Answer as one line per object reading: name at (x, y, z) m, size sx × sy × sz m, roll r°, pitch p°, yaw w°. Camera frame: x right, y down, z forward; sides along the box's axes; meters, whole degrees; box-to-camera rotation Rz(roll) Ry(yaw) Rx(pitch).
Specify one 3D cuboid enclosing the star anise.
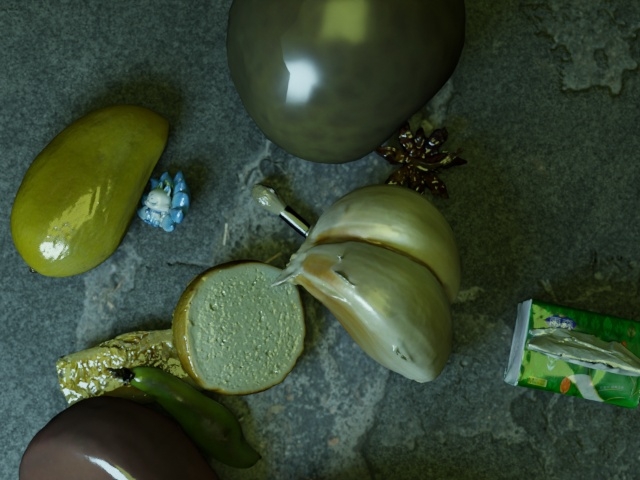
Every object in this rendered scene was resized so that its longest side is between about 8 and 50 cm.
star anise at (0.166, -0.134, 1.593) m, size 0.168 × 0.057 × 0.167 m, roll -1°, pitch 87°, yaw 9°

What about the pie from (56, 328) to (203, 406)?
pie at (-0.295, 0.214, 1.557) m, size 0.283 × 0.068 × 0.128 m, roll -12°, pitch 92°, yaw -6°

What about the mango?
mango at (-0.397, -0.091, 1.548) m, size 0.195 × 0.142 × 0.331 m, roll 23°, pitch 78°, yaw 3°

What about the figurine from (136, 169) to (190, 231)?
figurine at (-0.261, -0.072, 1.572) m, size 0.114 × 0.079 × 0.114 m, roll -18°, pitch 63°, yaw 39°

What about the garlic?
garlic at (0.109, 0.068, 1.499) m, size 0.313 × 0.286 × 0.249 m, roll 33°, pitch 124°, yaw -4°

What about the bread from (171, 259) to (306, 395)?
bread at (-0.134, 0.144, 1.537) m, size 0.236 × 0.070 × 0.236 m, roll 2°, pitch 83°, yaw -20°

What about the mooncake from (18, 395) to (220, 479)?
mooncake at (-0.309, 0.419, 1.467) m, size 0.326 × 0.174 × 0.333 m, roll 12°, pitch 117°, yaw 19°

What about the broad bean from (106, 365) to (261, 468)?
broad bean at (-0.221, 0.280, 1.523) m, size 0.325 × 0.067 × 0.075 m, roll 39°, pitch 50°, yaw -20°

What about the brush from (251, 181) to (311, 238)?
brush at (0.000, 0.000, 1.591) m, size 0.299 × 0.039 × 0.042 m, roll 39°, pitch 86°, yaw 1°

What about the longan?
longan at (0.041, -0.322, 1.472) m, size 0.405 × 0.336 × 0.404 m, roll -11°, pitch 119°, yaw -21°

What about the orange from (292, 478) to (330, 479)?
orange at (-0.028, 0.531, 1.399) m, size 0.293 × 0.341 × 0.340 m, roll 10°, pitch 86°, yaw -25°

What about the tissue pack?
tissue pack at (0.431, 0.188, 1.523) m, size 0.209 × 0.156 × 0.148 m, roll 12°, pitch 84°, yaw 1°
